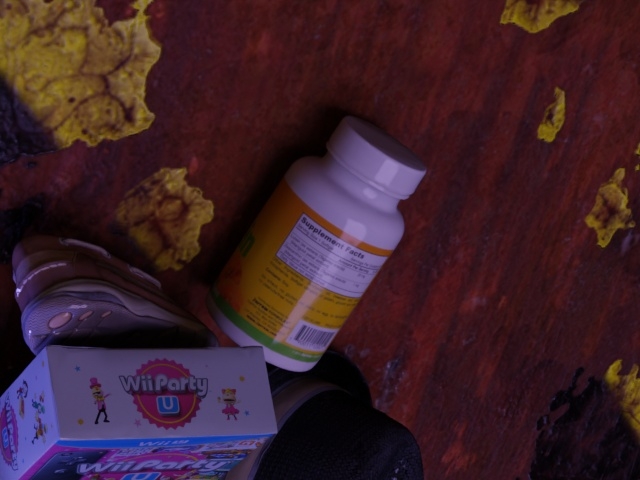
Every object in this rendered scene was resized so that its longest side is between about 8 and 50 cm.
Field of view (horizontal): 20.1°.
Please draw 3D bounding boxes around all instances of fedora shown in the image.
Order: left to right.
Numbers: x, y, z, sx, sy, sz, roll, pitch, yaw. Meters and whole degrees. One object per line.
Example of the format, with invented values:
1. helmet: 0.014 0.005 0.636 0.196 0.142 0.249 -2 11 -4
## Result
1. fedora: 0.007 0.291 1.956 0.334 0.152 0.334 -21 117 -50

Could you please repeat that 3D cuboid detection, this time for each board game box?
1. board game box: -0.208 0.198 1.787 0.224 0.098 0.303 2 155 -27

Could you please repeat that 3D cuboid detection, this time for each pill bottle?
1. pill bottle: 0.000 0.000 1.844 0.136 0.136 0.246 22 109 -38

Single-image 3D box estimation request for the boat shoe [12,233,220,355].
1. boat shoe: -0.200 0.070 1.792 0.123 0.116 0.324 -32 154 7
